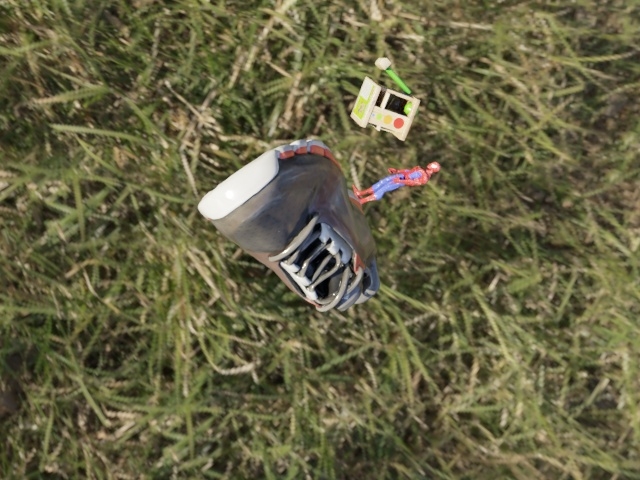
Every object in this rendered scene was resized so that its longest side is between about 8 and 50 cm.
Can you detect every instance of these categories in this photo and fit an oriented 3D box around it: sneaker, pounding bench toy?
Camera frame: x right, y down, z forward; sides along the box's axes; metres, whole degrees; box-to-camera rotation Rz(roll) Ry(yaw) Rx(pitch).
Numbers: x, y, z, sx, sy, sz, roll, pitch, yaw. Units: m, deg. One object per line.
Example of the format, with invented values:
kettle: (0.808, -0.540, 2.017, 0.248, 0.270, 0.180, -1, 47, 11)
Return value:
sneaker: (0.000, 0.000, 0.434, 0.061, 0.064, 0.158, -34, 162, 13)
pounding bench toy: (0.086, -0.171, 1.086, 0.065, 0.052, 0.083, 16, 107, -19)

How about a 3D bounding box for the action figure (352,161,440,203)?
action figure: (0.099, -0.078, 1.171, 0.115, 0.038, 0.030, -17, 116, 4)
